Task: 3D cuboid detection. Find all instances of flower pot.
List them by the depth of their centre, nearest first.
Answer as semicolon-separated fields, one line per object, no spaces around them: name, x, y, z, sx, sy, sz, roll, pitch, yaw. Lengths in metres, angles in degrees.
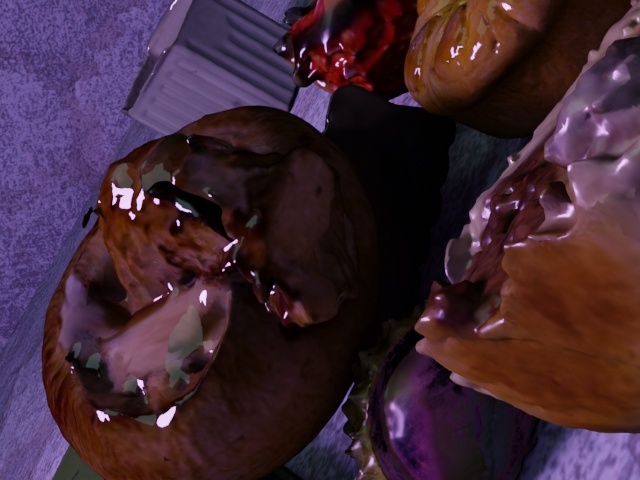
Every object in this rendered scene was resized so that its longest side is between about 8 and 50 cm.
flower pot;-0.148;-0.226;1.674;0.209;0.190;0.239;-37;31;54

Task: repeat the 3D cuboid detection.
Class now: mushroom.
mushroom;-0.062;0.034;0.749;0.263;0.195;0.283;-61;7;-21

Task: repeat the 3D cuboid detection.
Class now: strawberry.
strawberry;0.109;-0.229;1.043;0.306;0.137;0.233;-36;12;16

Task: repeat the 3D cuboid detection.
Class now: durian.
durian;0.059;0.088;0.704;0.119;0.108;0.186;-8;57;63

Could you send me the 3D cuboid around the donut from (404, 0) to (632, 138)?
donut;0.150;-0.178;0.848;0.226;0.114;0.226;-54;19;28

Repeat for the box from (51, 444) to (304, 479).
box;-0.136;0.258;0.907;0.252;0.178;0.329;-63;17;-9

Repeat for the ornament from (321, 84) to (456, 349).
ornament;0.000;0.000;1.001;0.260;0.106;0.251;-175;101;-75

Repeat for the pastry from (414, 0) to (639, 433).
pastry;0.170;-0.021;0.484;0.237;0.170;0.256;-47;-1;-27
